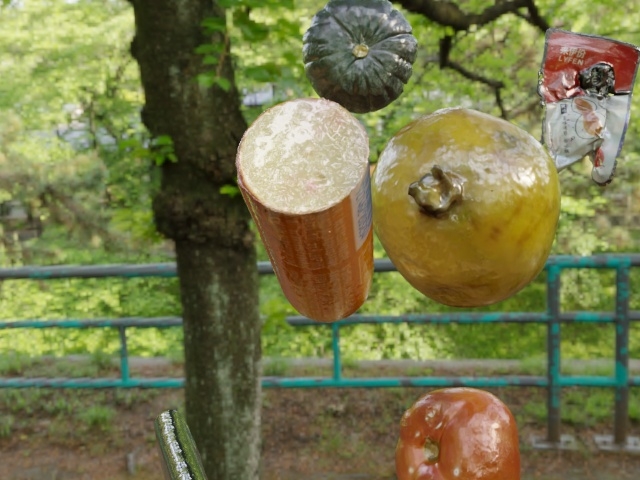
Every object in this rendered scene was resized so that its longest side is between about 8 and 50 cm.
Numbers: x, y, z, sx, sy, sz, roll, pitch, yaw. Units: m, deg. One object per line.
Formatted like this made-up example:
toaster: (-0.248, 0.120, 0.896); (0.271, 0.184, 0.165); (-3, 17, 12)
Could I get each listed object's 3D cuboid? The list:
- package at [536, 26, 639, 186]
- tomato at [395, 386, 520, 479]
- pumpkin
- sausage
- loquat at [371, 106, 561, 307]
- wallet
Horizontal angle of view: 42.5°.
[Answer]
package: (0.475, -0.238, 1.479); (0.194, 0.269, 0.071); (10, -11, -19)
tomato: (0.253, 0.394, 1.495); (0.180, 0.259, 0.260); (18, -3, -29)
pumpkin: (0.072, -0.346, 1.531); (0.221, 0.220, 0.162); (-2, 9, 0)
sausage: (0.000, 0.000, 0.688); (0.093, 0.093, 0.312); (-2, -22, 5)
loquat: (0.146, -0.036, 0.855); (0.213, 0.213, 0.246); (1, -3, 24)
wallet: (-0.148, 0.368, 1.051); (0.062, 0.228, 0.406); (-16, 7, -15)
